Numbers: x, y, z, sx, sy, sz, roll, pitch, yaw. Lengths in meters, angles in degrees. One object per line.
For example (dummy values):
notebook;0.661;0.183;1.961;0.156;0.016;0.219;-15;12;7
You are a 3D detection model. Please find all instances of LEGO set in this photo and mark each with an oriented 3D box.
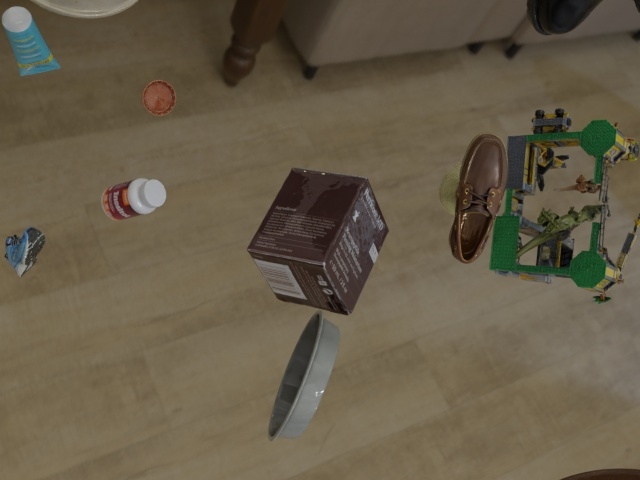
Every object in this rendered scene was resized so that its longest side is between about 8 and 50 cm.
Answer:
LEGO set;0.437;-0.048;1.460;0.192;0.255;0.331;15;72;-51

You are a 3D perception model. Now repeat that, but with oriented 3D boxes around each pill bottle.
pill bottle;-0.438;-0.099;1.971;0.086;0.152;0.086;16;69;-49

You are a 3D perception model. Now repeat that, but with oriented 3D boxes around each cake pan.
cake pan;-0.033;0.292;1.773;0.054;0.293;0.293;23;55;-7

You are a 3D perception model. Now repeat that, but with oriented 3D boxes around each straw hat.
straw hat;0.324;-0.096;1.806;0.144;0.144;0.061;29;29;-5

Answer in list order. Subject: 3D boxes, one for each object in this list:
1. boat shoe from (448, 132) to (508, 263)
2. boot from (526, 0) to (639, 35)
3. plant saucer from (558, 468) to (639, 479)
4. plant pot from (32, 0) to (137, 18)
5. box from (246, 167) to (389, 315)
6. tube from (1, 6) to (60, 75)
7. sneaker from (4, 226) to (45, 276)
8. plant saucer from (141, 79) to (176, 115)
boat shoe;0.211;-0.052;1.108;0.064;0.178;0.060;10;20;4
boot;0.516;-0.444;1.450;0.131;0.348;0.260;1;49;-28
plant saucer;0.295;0.277;0.861;0.198;0.198;0.036;-15;94;-29
plant pot;-0.460;-0.663;1.640;0.333;0.305;0.334;9;67;-22
box;0.000;0.000;1.558;0.167;0.168;0.203;10;58;29
tube;-0.557;-0.370;1.600;0.080;0.207;0.052;-10;76;-9
sneaker;-0.636;0.017;1.771;0.073;0.162;0.063;39;48;-5
plant saucer;-0.384;-0.338;1.985;0.083;0.013;0.084;-8;104;-32
